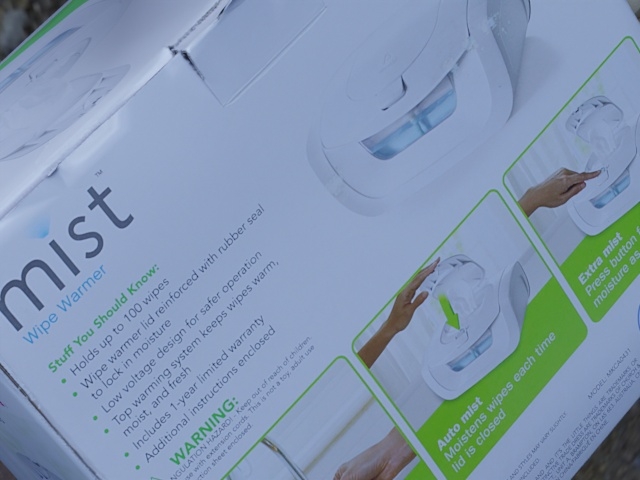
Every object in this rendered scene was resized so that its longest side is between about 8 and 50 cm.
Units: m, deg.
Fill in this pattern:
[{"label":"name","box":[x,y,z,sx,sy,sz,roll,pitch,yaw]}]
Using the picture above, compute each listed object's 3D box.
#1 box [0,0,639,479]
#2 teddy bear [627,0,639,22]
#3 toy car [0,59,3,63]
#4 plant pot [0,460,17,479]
[{"label":"box","box":[0.000,0.000,0.659,0.262,0.127,0.231,-47,117,-19]},{"label":"teddy bear","box":[0.104,-0.134,1.365,0.245,0.113,0.338,33,73,-20]},{"label":"toy car","box":[-0.257,-0.035,1.204,0.149,0.155,0.188,33,108,-27]},{"label":"plant pot","box":[-0.112,0.152,0.859,0.215,0.215,0.230,35,77,13]}]
